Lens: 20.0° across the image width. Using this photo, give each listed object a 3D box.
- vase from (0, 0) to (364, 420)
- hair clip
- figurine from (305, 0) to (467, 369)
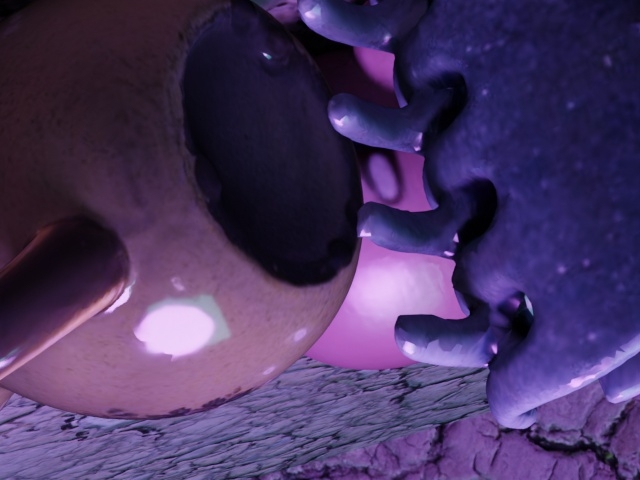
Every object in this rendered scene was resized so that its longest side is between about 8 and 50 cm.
[{"bbox_3d":[-0.159,0.012,0.979,0.302,0.241,0.329,-20,-164,33],"label":"vase"},{"bbox_3d":[0.142,-0.077,0.929,0.238,0.318,0.392,-22,166,20],"label":"hair clip"},{"bbox_3d":[0.042,-0.020,1.194,0.270,0.211,0.261,-20,164,8],"label":"figurine"}]
